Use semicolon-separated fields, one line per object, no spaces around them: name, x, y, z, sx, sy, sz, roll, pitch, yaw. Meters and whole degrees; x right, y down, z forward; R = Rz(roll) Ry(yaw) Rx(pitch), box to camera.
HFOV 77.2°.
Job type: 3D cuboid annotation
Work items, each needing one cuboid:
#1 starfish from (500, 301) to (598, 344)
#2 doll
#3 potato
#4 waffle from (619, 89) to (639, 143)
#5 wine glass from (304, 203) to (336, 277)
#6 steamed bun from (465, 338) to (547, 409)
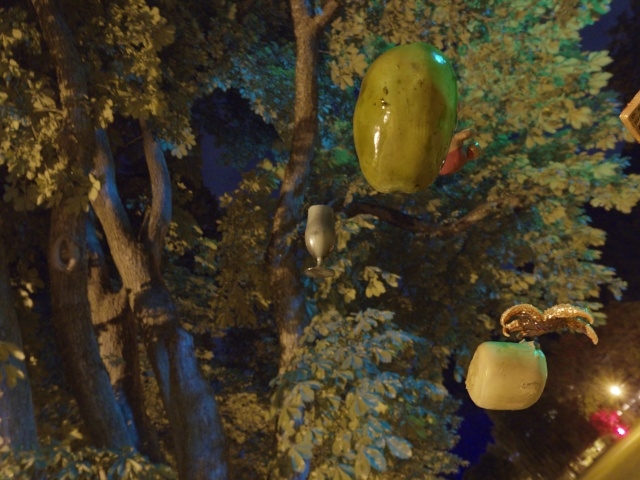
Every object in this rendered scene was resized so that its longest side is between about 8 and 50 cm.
starfish;0.605;0.217;1.059;0.215;0.071;0.238;18;-26;-8
doll;0.358;-0.327;1.223;0.196;0.152;0.256;-31;-73;25
potato;0.178;-0.252;0.846;0.215;0.215;0.305;-7;-78;-34
waffle;0.694;-0.269;0.853;0.135;0.021;0.092;23;-71;-35
wine glass;0.000;0.000;1.155;0.092;0.203;0.093;1;-23;0
steamed bun;0.609;0.454;1.307;0.231;0.166;0.273;9;-51;8
